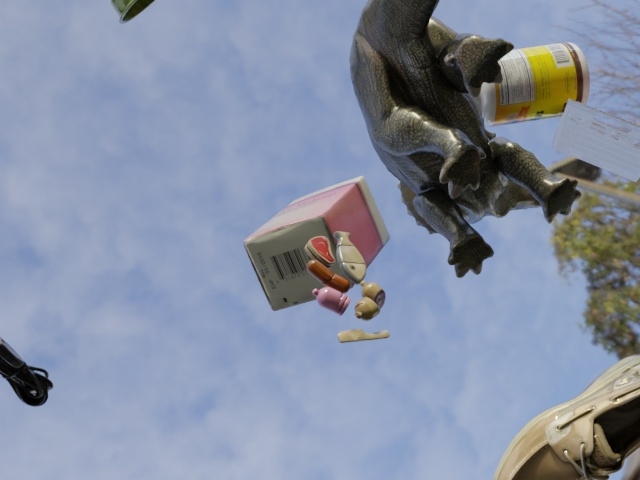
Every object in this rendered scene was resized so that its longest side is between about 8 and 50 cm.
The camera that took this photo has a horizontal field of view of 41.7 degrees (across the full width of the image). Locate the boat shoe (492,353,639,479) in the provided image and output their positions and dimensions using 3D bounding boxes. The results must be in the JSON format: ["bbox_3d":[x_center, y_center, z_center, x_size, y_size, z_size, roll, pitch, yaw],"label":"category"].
[{"bbox_3d":[0.412,0.311,1.304,0.341,0.110,0.121,-43,-79,3],"label":"boat shoe"}]

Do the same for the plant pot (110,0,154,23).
[{"bbox_3d":[-0.178,-0.255,0.761,0.083,0.083,0.079,-44,-79,-10],"label":"plant pot"}]

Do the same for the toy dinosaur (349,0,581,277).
[{"bbox_3d":[0.070,-0.080,0.544,0.121,0.160,0.313,-42,-51,-3],"label":"toy dinosaur"}]

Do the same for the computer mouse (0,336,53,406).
[{"bbox_3d":[-0.345,0.108,0.767,0.106,0.193,0.042,56,-135,-47],"label":"computer mouse"}]

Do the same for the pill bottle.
[{"bbox_3d":[0.308,-0.245,1.342,0.215,0.117,0.117,-9,-67,-5],"label":"pill bottle"}]

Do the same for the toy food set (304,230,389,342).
[{"bbox_3d":[0.021,0.036,0.772,0.078,0.122,0.019,-2,-39,-34],"label":"toy food set"}]

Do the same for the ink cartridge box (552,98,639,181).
[{"bbox_3d":[0.429,-0.161,1.255,0.045,0.145,0.179,-62,-14,-14],"label":"ink cartridge box"}]

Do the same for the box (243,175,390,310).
[{"bbox_3d":[0.000,0.000,1.365,0.149,0.232,0.126,-18,-78,24],"label":"box"}]
